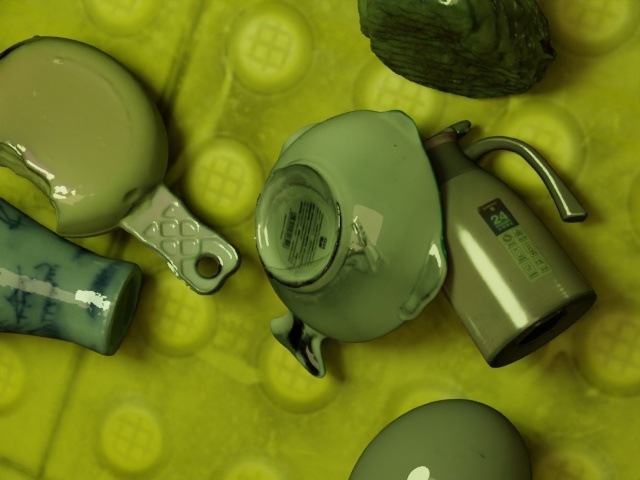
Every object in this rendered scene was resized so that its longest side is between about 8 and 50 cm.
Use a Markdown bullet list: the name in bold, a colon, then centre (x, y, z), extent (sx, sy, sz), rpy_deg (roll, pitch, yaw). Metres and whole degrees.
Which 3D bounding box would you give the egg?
- **egg**: centre (0.092, 0.221, 1.242), extent (0.146, 0.146, 0.199), rpy_deg (41, 110, 11)

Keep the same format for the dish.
- **dish**: centre (0.000, 0.000, 1.256), extent (0.224, 0.078, 0.246), rpy_deg (43, 119, 37)

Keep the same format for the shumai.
- **shumai**: centre (0.117, -0.208, 1.232), extent (0.184, 0.184, 0.142), rpy_deg (17, 77, 16)

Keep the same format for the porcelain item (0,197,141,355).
- **porcelain item**: centre (-0.297, 0.026, 1.365), extent (0.259, 0.141, 0.141), rpy_deg (16, 98, 8)

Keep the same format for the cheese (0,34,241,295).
- **cheese**: centre (-0.188, -0.057, 1.326), extent (0.163, 0.082, 0.286), rpy_deg (-43, 79, -13)

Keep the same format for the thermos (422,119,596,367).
- **thermos**: centre (0.146, -0.010, 1.245), extent (0.137, 0.105, 0.193), rpy_deg (-32, 71, -2)
